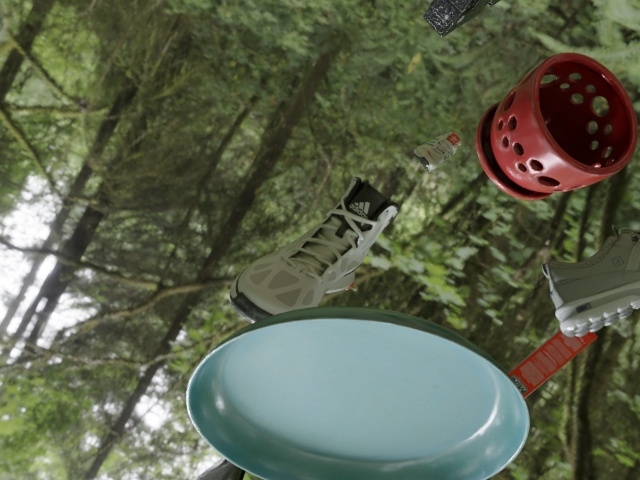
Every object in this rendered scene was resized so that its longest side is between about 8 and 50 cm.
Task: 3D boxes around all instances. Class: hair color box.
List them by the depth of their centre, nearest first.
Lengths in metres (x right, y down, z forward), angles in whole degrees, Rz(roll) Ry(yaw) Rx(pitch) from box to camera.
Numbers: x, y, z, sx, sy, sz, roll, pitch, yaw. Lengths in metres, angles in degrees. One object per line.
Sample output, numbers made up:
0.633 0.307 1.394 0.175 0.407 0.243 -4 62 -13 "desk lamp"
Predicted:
0.332 0.172 1.074 0.043 0.141 0.072 51 -175 18 "hair color box"

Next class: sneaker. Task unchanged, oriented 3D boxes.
0.421 0.018 0.943 0.105 0.281 0.115 58 -171 -68 "sneaker"
-0.001 -0.001 1.397 0.169 0.258 0.447 36 -155 11 "sneaker"
0.237 -0.185 1.463 0.057 0.075 0.161 51 -156 3 "sneaker"

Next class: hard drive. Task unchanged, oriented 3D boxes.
0.332 -0.512 1.240 0.064 0.237 0.339 47 143 5 "hard drive"

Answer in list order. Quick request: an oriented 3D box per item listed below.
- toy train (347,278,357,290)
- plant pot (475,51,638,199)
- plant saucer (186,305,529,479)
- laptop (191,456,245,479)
0.017 0.097 1.832 0.125 0.046 0.166 48 156 -4 "toy train"
0.345 -0.157 1.109 0.191 0.191 0.174 28 154 -12 "plant pot"
0.033 0.158 0.700 0.317 0.317 0.044 27 -137 -20 "plant saucer"
-0.244 0.684 1.522 0.236 0.382 0.408 51 -170 -7 "laptop"
